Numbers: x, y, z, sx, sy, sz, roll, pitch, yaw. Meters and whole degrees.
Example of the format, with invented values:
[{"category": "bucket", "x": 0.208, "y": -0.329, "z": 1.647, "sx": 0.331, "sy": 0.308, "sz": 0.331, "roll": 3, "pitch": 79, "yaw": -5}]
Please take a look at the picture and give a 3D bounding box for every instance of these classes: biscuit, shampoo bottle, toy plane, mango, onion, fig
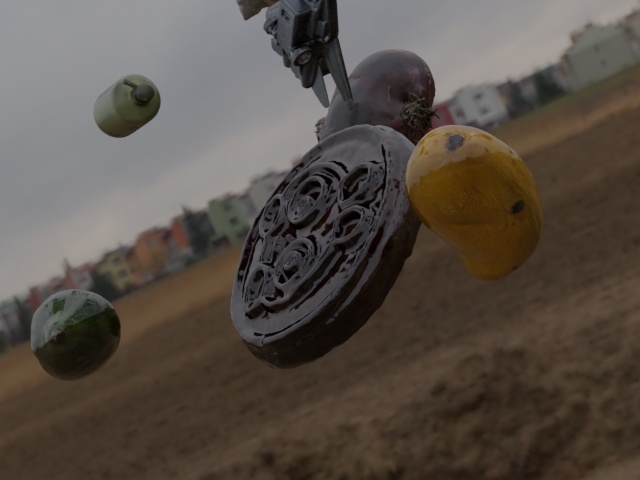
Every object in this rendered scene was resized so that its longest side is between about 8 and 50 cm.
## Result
[{"category": "biscuit", "x": 0.000, "y": 0.000, "z": 2.076, "sx": 0.407, "sy": 0.091, "sz": 0.407, "roll": -41, "pitch": 29, "yaw": 29}, {"category": "shampoo bottle", "x": -0.289, "y": -0.209, "z": 2.093, "sx": 0.079, "sy": 0.079, "sz": 0.162, "roll": -26, "pitch": 4, "yaw": -26}, {"category": "toy plane", "x": -0.017, "y": -0.309, "z": 1.809, "sx": 0.088, "sy": 0.212, "sz": 0.267, "roll": -28, "pitch": -30, "yaw": -21}, {"category": "mango", "x": 0.195, "y": -0.049, "z": 1.718, "sx": 0.157, "sy": 0.109, "sz": 0.262, "roll": -10, "pitch": -37, "yaw": 19}, {"category": "onion", "x": 0.117, "y": -0.237, "z": 2.645, "sx": 0.221, "sy": 0.281, "sz": 0.281, "roll": 11, "pitch": -22, "yaw": -38}, {"category": "fig", "x": -0.307, "y": 0.108, "z": 1.671, "sx": 0.117, "sy": 0.117, "sz": 0.177, "roll": -25, "pitch": -13, "yaw": 2}]

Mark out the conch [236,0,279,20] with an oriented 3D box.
[{"category": "conch", "x": -0.064, "y": -0.443, "z": 2.017, "sx": 0.158, "sy": 0.255, "sz": 0.127, "roll": 14, "pitch": 14, "yaw": -9}]
